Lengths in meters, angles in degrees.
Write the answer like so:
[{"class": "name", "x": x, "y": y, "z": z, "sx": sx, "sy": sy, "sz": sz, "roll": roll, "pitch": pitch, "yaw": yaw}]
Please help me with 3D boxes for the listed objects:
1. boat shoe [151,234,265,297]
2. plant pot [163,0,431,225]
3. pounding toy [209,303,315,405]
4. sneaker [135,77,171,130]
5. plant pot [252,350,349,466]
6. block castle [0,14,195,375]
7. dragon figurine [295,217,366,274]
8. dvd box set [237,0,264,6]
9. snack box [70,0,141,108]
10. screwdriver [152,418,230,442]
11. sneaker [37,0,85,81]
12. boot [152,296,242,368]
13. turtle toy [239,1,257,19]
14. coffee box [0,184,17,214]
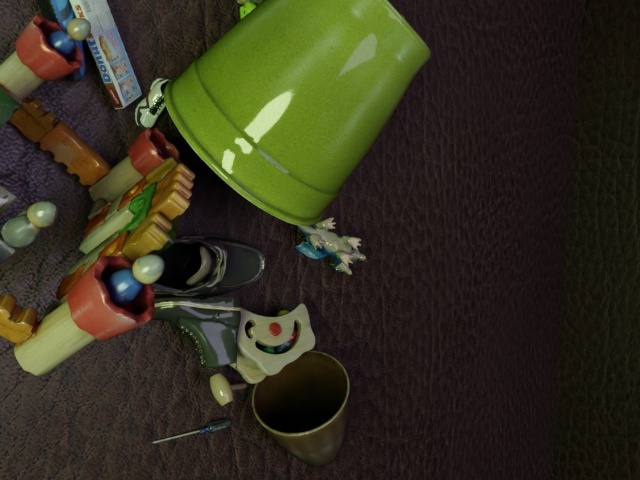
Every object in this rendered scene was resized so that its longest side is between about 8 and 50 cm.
[{"class": "boat shoe", "x": -0.241, "y": 0.055, "z": 0.952, "sx": 0.355, "sy": 0.130, "sz": 0.133, "roll": -1, "pitch": 94, "yaw": -43}, {"class": "plant pot", "x": -0.013, "y": -0.278, "z": 0.881, "sx": 0.353, "sy": 0.367, "sz": 0.366, "roll": -43, "pitch": 134, "yaw": 20}, {"class": "pounding toy", "x": -0.153, "y": 0.227, "z": 1.094, "sx": 0.269, "sy": 0.154, "sz": 0.154, "roll": -24, "pitch": 81, "yaw": -49}, {"class": "sneaker", "x": -0.304, "y": -0.253, "z": 0.927, "sx": 0.040, "sy": 0.043, "sz": 0.109, "roll": 30, "pitch": 75, "yaw": -42}, {"class": "plant pot", "x": -0.023, "y": 0.412, "z": 1.160, "sx": 0.215, "sy": 0.215, "sz": 0.231, "roll": -41, "pitch": 135, "yaw": -33}, {"class": "block castle", "x": -0.326, "y": -0.089, "z": 0.647, "sx": 0.212, "sy": 0.453, "sz": 0.303, "roll": -33, "pitch": 123, "yaw": 13}, {"class": "dragon figurine", "x": 0.000, "y": 0.000, "z": 1.203, "sx": 0.289, "sy": 0.144, "sz": 0.085, "roll": 29, "pitch": 75, "yaw": -21}, {"class": "dvd box set", "x": -0.013, "y": -0.634, "z": 0.907, "sx": 0.062, "sy": 0.420, "sz": 0.308, "roll": -8, "pitch": 99, "yaw": -45}, {"class": "snack box", "x": -0.353, "y": -0.316, "z": 0.843, "sx": 0.064, "sy": 0.022, "sz": 0.178, "roll": -70, "pitch": 154, "yaw": -51}, {"class": "screwdriver", "x": -0.263, "y": 0.398, "z": 1.043, "sx": 0.169, "sy": 0.024, "sz": 0.025, "roll": -5, "pitch": 126, "yaw": -36}, {"class": "sneaker", "x": -0.401, "y": -0.366, "z": 0.809, "sx": 0.082, "sy": 0.069, "sz": 0.210, "roll": -26, "pitch": 110, "yaw": -43}, {"class": "boot", "x": -0.245, "y": 0.176, "z": 0.945, "sx": 0.197, "sy": 0.077, "sz": 0.137, "roll": 1, "pitch": 81, "yaw": -13}, {"class": "turtle toy", "x": -0.118, "y": -0.440, "z": 1.061, "sx": 0.066, "sy": 0.095, "sz": 0.130, "roll": -38, "pitch": 120, "yaw": -9}, {"class": "coffee box", "x": -0.575, "y": 0.003, "z": 0.643, "sx": 0.168, "sy": 0.118, "sz": 0.297, "roll": 48, "pitch": 62, "yaw": -34}]
